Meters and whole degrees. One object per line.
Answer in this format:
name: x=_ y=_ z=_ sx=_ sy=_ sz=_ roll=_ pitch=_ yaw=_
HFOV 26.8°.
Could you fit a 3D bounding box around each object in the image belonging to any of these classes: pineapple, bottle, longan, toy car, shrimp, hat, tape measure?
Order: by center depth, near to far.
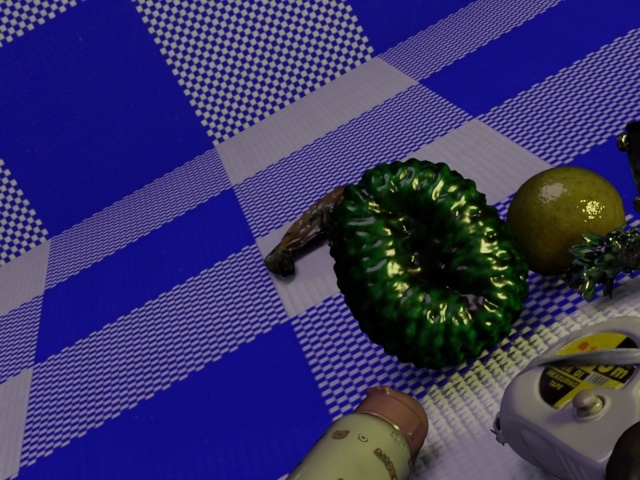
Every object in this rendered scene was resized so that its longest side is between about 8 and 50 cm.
tape measure: x=0.287 y=0.162 z=1.343 sx=0.197 sy=0.120 sz=0.236 roll=-39 pitch=24 yaw=-13
bottle: x=0.038 y=0.257 z=1.493 sx=0.110 sy=0.110 sz=0.233 roll=-13 pitch=23 yaw=42
pineapple: x=0.403 y=0.021 z=1.615 sx=0.221 sy=0.083 sz=0.103 roll=-8 pitch=66 yaw=43
toy car: x=0.440 y=-0.081 z=1.726 sx=0.062 sy=0.165 sz=0.071 roll=-26 pitch=12 yaw=-35
longan: x=0.327 y=-0.016 z=1.781 sx=0.145 sy=0.176 sz=0.154 roll=2 pitch=-31 yaw=-25
hat: x=0.143 y=0.042 z=1.785 sx=0.242 sy=0.274 sz=0.332 roll=-19 pitch=-11 yaw=-1
shrimp: x=0.000 y=0.000 z=2.360 sx=0.233 sy=0.071 sz=0.365 roll=-37 pitch=17 yaw=6

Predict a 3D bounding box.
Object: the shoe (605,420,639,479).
shoe: x=0.369 y=0.175 z=1.096 sx=0.237 sy=0.171 sz=0.384 roll=-10 pitch=33 yaw=37
